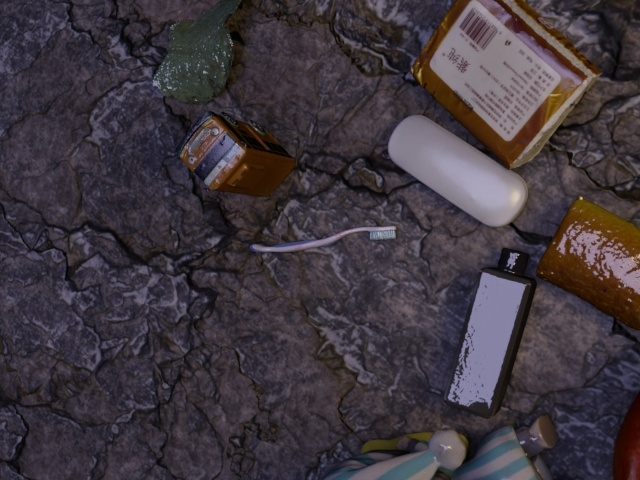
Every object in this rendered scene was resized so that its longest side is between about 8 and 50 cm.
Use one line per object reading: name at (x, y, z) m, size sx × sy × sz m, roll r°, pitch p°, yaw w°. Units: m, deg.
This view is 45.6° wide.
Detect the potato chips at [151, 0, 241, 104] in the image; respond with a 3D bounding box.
potato chips at (-0.206, -0.354, 1.361) m, size 0.167 × 0.059 × 0.228 m, roll 21°, pitch 97°, yaw 33°

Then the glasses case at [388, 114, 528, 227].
glasses case at (0.207, -0.108, 1.167) m, size 0.233 × 0.059 × 0.092 m, roll 35°, pitch 100°, yaw 22°

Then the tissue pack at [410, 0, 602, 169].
tissue pack at (0.261, -0.240, 1.104) m, size 0.226 × 0.092 × 0.183 m, roll 47°, pitch 131°, yaw 15°

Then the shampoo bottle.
shampoo bottle at (0.256, 0.133, 1.127) m, size 0.079 × 0.080 × 0.246 m, roll 17°, pitch 95°, yaw 22°

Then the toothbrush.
toothbrush at (0.000, 0.000, 1.276) m, size 0.269 × 0.021 × 0.027 m, roll -7°, pitch 80°, yaw 24°

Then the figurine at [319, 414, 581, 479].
figurine at (0.139, 0.391, 1.010) m, size 0.361 × 0.378 × 0.266 m, roll -31°, pitch 77°, yaw 21°

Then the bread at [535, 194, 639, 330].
bread at (0.403, 0.034, 1.051) m, size 0.172 × 0.103 × 0.132 m, roll 31°, pitch 100°, yaw 23°

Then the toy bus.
toy bus at (-0.134, -0.134, 1.243) m, size 0.114 × 0.201 × 0.098 m, roll 47°, pitch 106°, yaw 16°

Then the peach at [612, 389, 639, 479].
peach at (0.508, 0.260, 0.866) m, size 0.370 × 0.370 × 0.369 m, roll -1°, pitch 88°, yaw 24°
